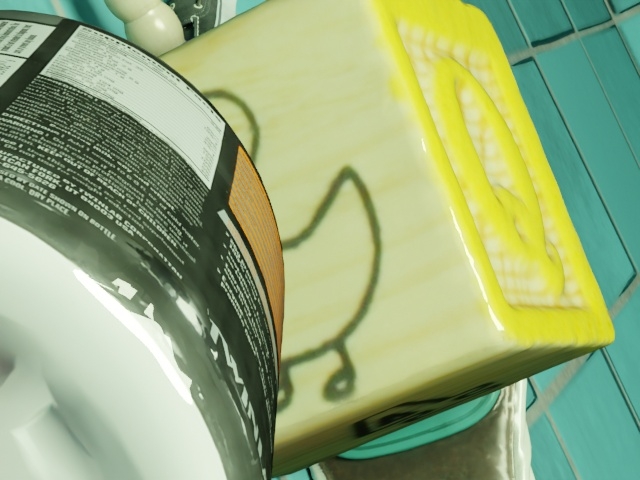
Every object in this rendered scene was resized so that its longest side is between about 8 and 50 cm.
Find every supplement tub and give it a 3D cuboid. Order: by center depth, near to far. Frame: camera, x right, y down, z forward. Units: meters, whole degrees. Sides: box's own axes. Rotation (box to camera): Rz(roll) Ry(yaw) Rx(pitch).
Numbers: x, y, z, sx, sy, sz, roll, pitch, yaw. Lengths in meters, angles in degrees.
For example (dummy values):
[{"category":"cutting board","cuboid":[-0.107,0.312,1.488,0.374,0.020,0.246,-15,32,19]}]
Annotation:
[{"category":"supplement tub","cuboid":[-0.108,0.036,0.606,0.193,0.194,0.316,61,7,-12]}]

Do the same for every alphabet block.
[{"category":"alphabet block","cuboid":[0.000,0.000,0.955,0.193,0.197,0.192,1,66,-68]}]

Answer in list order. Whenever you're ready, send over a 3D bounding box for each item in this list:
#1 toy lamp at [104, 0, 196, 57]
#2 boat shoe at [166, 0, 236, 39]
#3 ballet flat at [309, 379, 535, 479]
[{"category":"toy lamp","cuboid":[-0.134,-0.186,1.017,0.274,0.080,0.080,60,21,-17]},{"category":"boat shoe","cuboid":[-0.073,-0.126,1.152,0.040,0.049,0.142,21,39,-15]},{"category":"ballet flat","cuboid":[0.063,0.128,1.104,0.139,0.139,0.400,19,54,-63]}]
